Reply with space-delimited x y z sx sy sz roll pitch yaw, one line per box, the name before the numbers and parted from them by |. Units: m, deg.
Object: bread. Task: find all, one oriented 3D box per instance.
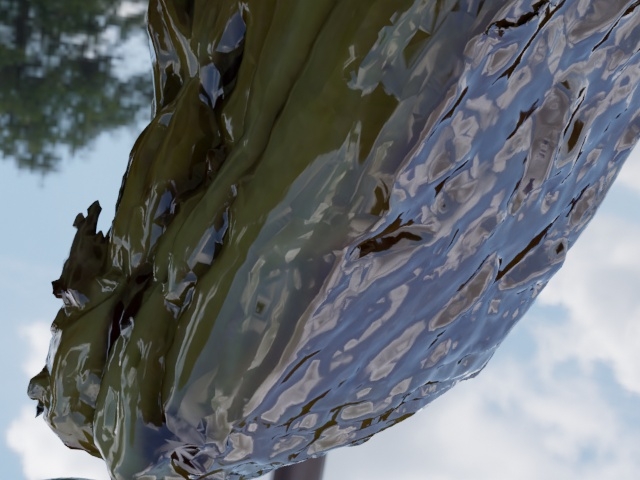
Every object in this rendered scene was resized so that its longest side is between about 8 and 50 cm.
bread | 0.022 -0.054 0.587 0.167 0.324 0.277 42 -155 25

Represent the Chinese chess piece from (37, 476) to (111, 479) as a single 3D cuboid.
Chinese chess piece | -0.138 0.225 0.714 0.083 0.188 0.188 -18 -179 32
